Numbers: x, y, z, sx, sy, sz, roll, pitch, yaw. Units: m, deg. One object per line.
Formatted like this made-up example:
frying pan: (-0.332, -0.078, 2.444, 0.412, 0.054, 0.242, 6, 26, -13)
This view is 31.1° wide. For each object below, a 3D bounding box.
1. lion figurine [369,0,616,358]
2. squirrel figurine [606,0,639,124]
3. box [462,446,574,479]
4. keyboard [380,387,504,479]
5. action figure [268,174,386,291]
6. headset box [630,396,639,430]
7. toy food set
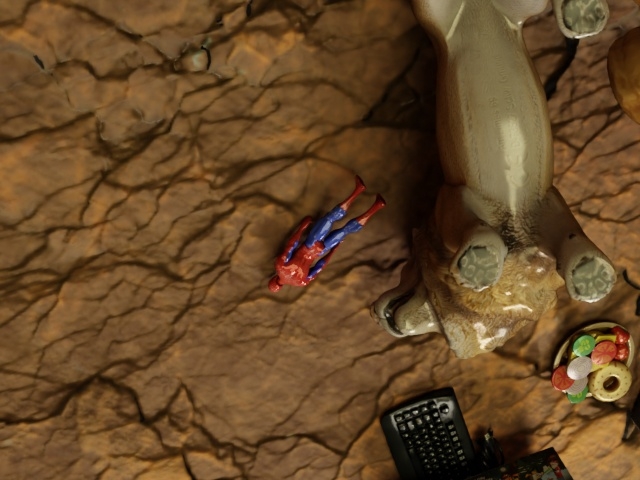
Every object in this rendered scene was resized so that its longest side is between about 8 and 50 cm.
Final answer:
lion figurine: (0.114, -0.091, 0.800, 0.142, 0.240, 0.392, 0, 104, -3)
squirrel figurine: (0.375, -0.102, 0.758, 0.397, 0.370, 0.281, -6, 167, -42)
box: (0.160, 0.306, 1.083, 0.159, 0.044, 0.233, -18, 131, -7)
keyboard: (0.127, 0.215, 1.049, 0.100, 0.038, 0.192, -25, 123, -4)
action figure: (0.000, 0.000, 0.894, 0.038, 0.030, 0.115, 39, 105, -26)
headset box: (0.452, 0.106, 1.038, 0.246, 0.131, 0.283, 5, 116, -21)
toy food set: (0.247, 0.111, 1.039, 0.083, 0.020, 0.083, -2, 119, -17)
